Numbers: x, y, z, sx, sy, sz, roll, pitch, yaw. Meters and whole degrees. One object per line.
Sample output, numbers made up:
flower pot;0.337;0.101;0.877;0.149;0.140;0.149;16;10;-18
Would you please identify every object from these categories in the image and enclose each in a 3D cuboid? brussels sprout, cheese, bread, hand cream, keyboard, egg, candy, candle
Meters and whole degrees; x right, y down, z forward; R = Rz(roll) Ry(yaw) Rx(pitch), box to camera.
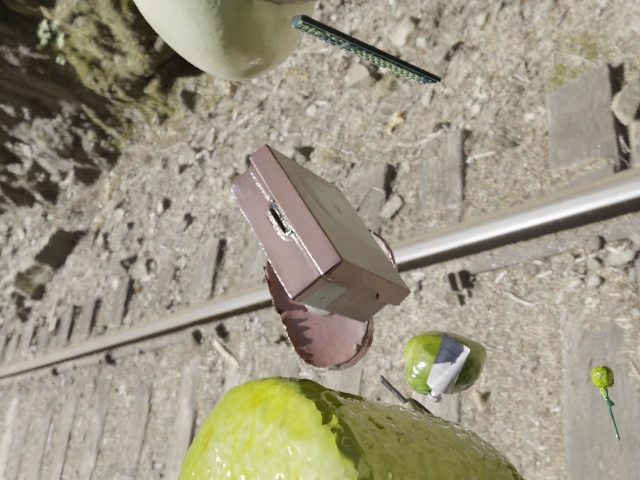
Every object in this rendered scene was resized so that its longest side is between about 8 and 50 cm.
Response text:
brussels sprout;0.306;0.296;1.678;0.223;0.223;0.161;-26;73;47
cheese;0.197;0.367;1.507;0.037;0.192;0.097;-46;1;7
bread;0.025;0.321;0.685;0.348;0.308;0.347;-24;57;45
hand cream;0.267;0.276;1.458;0.084;0.053;0.142;33;106;53
keyboard;0.052;-0.215;0.776;0.055;0.176;0.014;-139;69;-71
egg;-0.155;-0.327;0.939;0.264;0.287;0.174;-71;6;-59
candy;0.468;0.261;1.109;0.035;0.035;0.122;-25;55;34
candle;0.010;0.118;1.507;0.287;0.131;0.316;18;78;14

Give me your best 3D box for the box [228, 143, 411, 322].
box;0.000;0.000;0.934;0.086;0.215;0.215;-42;60;15
